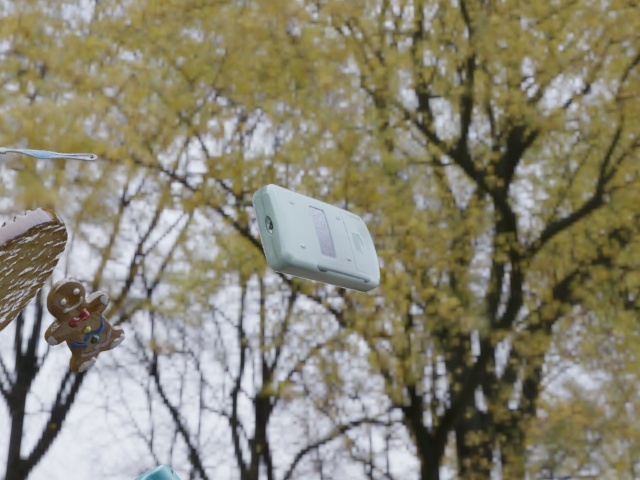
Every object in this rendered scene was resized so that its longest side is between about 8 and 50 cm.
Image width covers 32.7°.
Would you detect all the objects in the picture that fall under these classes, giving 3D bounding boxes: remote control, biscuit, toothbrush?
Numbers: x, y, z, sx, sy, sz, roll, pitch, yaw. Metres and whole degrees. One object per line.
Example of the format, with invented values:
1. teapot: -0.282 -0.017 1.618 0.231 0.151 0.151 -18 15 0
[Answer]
1. remote control: 0.000 0.000 1.718 0.056 0.140 0.296 -23 -20 26
2. biscuit: -0.460 0.080 1.460 0.040 0.318 0.318 41 -29 5
3. biscuit: -0.436 0.150 1.984 0.138 0.031 0.205 -37 -45 -21
4. toothbrush: -0.430 -0.134 1.702 0.162 0.014 0.017 4 -14 -1

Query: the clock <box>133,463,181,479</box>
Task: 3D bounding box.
1. clock: -0.136 0.283 0.998 0.045 0.147 0.108 -30 -69 9
